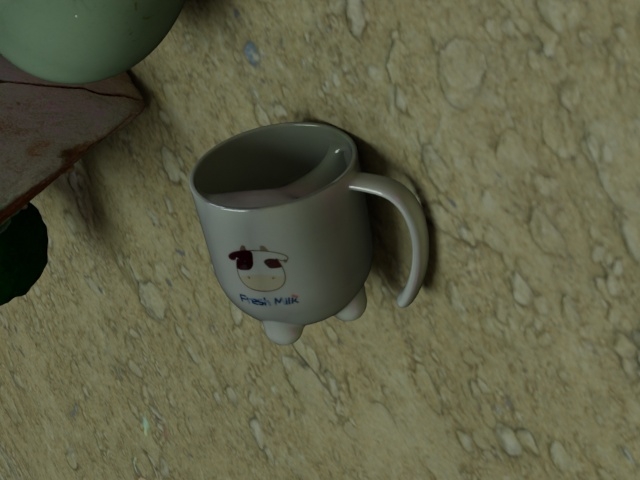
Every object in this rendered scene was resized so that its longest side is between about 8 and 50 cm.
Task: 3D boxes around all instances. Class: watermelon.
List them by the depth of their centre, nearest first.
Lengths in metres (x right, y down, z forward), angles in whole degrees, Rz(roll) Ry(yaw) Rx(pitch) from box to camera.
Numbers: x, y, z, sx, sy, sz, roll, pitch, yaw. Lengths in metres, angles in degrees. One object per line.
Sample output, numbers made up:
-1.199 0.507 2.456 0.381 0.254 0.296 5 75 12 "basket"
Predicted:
-0.321 -0.084 1.770 0.319 0.292 0.222 34 139 27 "watermelon"

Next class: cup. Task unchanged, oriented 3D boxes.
-0.004 -0.005 1.465 0.134 0.173 0.142 -101 -2 -60 "cup"

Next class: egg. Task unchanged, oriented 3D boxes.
-0.191 -0.237 1.480 0.183 0.183 0.264 52 146 18 "egg"

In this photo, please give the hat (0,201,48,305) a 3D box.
-0.427 -0.108 1.982 0.400 0.285 0.285 28 142 19 "hat"
